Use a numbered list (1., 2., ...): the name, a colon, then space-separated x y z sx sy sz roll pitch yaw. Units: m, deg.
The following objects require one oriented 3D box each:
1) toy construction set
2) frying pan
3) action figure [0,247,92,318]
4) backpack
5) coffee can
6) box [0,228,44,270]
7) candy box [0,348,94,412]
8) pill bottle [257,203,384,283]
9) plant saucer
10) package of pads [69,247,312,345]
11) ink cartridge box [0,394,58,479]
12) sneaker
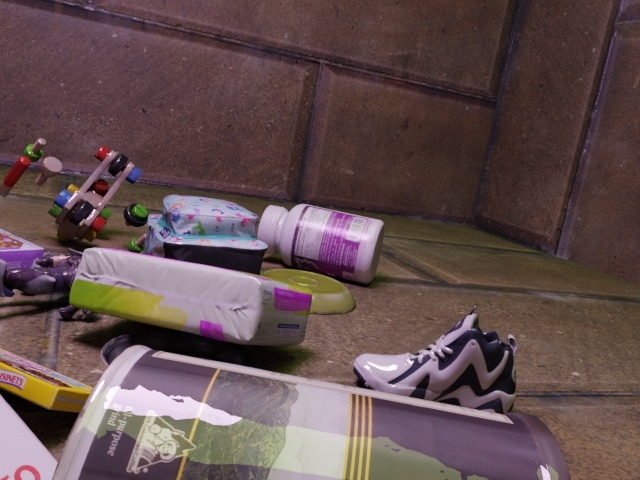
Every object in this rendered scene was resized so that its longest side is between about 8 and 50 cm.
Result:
1. toy construction set: -0.592 -0.085 1.422 0.309 0.257 0.237 22 -44 -40
2. frying pan: -0.156 0.177 0.736 0.198 0.053 0.326 5 11 -27
3. action figure: -0.449 0.066 0.969 0.186 0.099 0.285 9 4 38
4. backpack: -0.251 0.006 1.262 0.225 0.190 0.254 4 7 -29
5. coffee can: -0.009 0.191 0.394 0.276 0.201 0.201 10 10 1
6. box: -0.689 0.009 1.127 0.294 0.057 0.201 17 12 33
7. candy box: -0.340 0.150 0.682 0.206 0.027 0.105 14 -16 22
8. pill bottle: 0.000 0.000 1.553 0.302 0.169 0.169 13 10 13
9. plant saucer: -0.038 0.103 1.316 0.241 0.037 0.241 10 11 -2
10. package of pads: -0.181 0.086 0.918 0.297 0.101 0.229 9 -6 19
11. ink cartridge box: -0.319 0.120 0.346 0.283 0.117 0.207 46 14 6
12. sneaker: 0.174 0.159 0.883 0.235 0.152 0.094 13 9 14
